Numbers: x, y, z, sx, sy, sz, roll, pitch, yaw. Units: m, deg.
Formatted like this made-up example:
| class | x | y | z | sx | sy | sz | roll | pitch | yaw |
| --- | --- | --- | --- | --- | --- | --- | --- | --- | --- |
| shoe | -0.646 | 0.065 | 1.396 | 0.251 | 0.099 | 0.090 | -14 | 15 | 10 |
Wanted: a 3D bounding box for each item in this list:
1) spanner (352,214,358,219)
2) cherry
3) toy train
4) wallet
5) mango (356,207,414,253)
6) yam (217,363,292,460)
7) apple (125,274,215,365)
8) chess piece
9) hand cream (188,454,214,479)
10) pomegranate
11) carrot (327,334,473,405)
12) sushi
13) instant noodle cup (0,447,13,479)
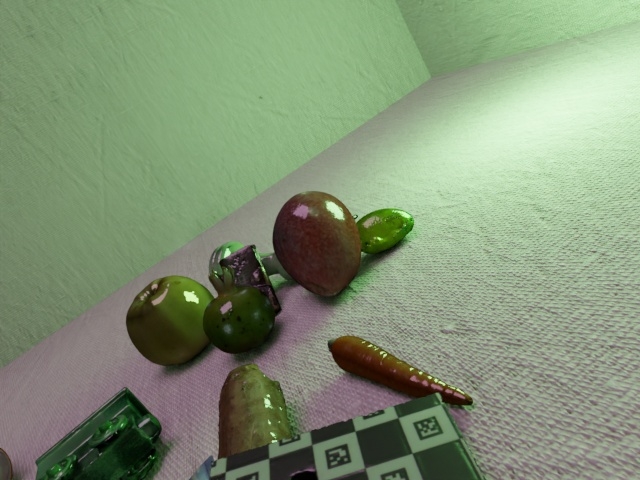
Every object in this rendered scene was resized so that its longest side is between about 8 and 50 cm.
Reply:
| class | x | y | z | sx | sy | sz | roll | pitch | yaw |
| --- | --- | --- | --- | --- | --- | --- | --- | --- | --- |
| spanner | 0.000 | 0.000 | 1.457 | 0.316 | 0.024 | 0.087 | -35 | -3 | 29 |
| cherry | -0.006 | 0.009 | 1.183 | 0.221 | 0.261 | 0.307 | -15 | 56 | -19 |
| toy train | -0.466 | 0.463 | 0.958 | 0.266 | 0.145 | 0.202 | -40 | 17 | -21 |
| wallet | -0.206 | 0.127 | 1.307 | 0.122 | 0.232 | 0.031 | -30 | -23 | 6 |
| mango | 0.171 | -0.026 | 1.238 | 0.179 | 0.100 | 0.119 | -21 | 60 | 11 |
| yam | -0.115 | 0.328 | 0.772 | 0.130 | 0.127 | 0.238 | -5 | 21 | -13 |
| apple | -0.434 | 0.237 | 1.334 | 0.263 | 0.262 | 0.262 | -29 | 20 | 11 |
| chess piece | -0.179 | 0.079 | 1.422 | 0.300 | 0.194 | 0.194 | -12 | 27 | 26 |
| hand cream | -0.233 | 0.451 | 0.653 | 0.271 | 0.058 | 0.091 | -56 | 17 | -11 |
| pomegranate | -0.220 | 0.175 | 1.156 | 0.187 | 0.225 | 0.187 | -21 | 9 | 4 |
| carrot | 0.116 | 0.225 | 0.778 | 0.069 | 0.069 | 0.336 | -42 | 28 | -25 |
| sushi | 0.038 | 0.358 | 0.498 | 0.344 | 0.064 | 0.359 | -17 | 24 | -1 |
| instant noodle cup | -0.972 | 0.635 | 1.203 | 0.192 | 0.250 | 0.250 | -9 | 29 | 31 |
